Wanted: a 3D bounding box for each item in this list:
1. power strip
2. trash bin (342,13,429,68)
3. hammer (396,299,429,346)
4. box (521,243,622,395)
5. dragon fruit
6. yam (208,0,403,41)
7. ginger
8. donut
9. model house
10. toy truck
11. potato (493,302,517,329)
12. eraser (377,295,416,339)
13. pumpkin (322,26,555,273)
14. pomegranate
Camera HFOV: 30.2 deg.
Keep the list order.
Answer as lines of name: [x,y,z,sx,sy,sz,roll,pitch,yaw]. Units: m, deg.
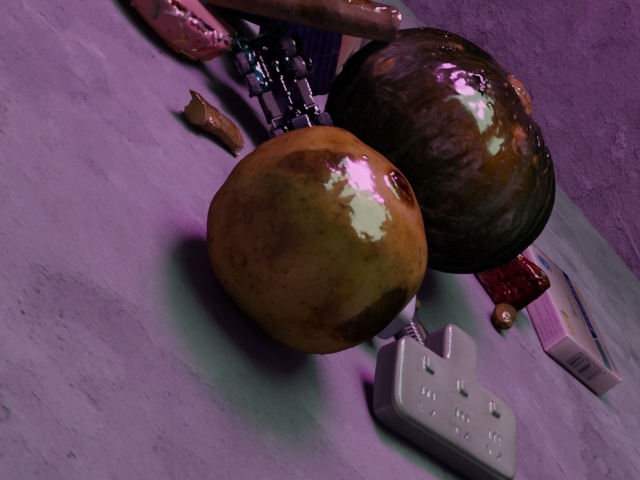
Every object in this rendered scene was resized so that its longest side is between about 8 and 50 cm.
power strip: [0.181,0.213,1.663,0.265,0.059,0.193,35,46,-33]
trash bin: [0.160,-0.330,2.474,0.262,0.217,0.277,-94,173,-59]
hammer: [0.158,0.176,1.799,0.159,0.041,0.226,31,28,-46]
box: [0.525,0.163,2.578,0.200,0.065,0.343,38,23,-28]
dragon fruit: [0.399,0.072,2.399,0.161,0.127,0.120,7,53,-61]
yam: [-0.026,-0.377,1.901,0.317,0.067,0.071,12,68,-1]
ginger: [-0.161,-0.177,1.766,0.057,0.044,0.137,27,-6,42]
donut: [-0.242,-0.389,1.914,0.199,0.085,0.233,17,38,-59]
model house: [-0.091,-0.410,2.122,0.312,0.245,0.280,25,47,7]
toy truck: [-0.062,-0.233,1.936,0.116,0.110,0.216,124,-57,-75]
potato: [0.353,0.142,2.277,0.092,0.045,0.046,-37,122,-68]
eraser: [0.008,0.000,1.713,0.290,0.104,0.189,40,18,-27]
pumpkin: [0.207,-0.156,2.027,0.454,0.344,0.454,50,7,-9]
pomegranate: [0.000,0.000,1.455,0.281,0.281,0.281,42,21,-20]
